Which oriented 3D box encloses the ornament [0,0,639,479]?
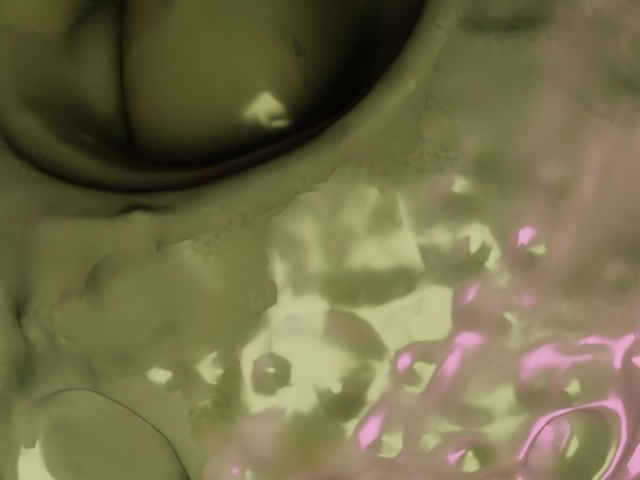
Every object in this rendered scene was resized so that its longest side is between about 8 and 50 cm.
[{"bbox_3d":[0.000,0.000,0.758,0.337,0.337,0.337,-7,117,-14],"label":"ornament"}]
